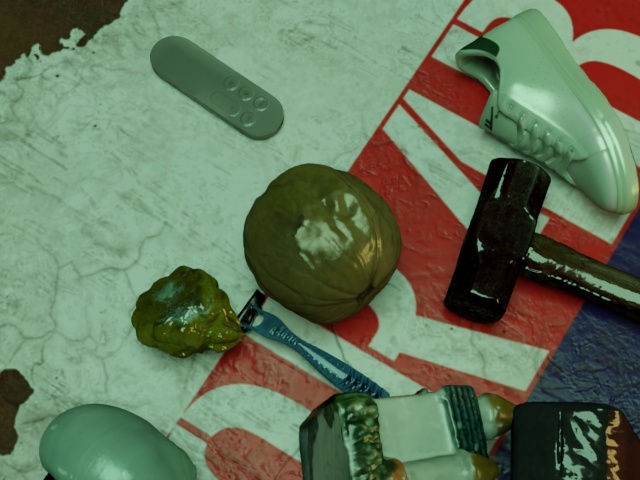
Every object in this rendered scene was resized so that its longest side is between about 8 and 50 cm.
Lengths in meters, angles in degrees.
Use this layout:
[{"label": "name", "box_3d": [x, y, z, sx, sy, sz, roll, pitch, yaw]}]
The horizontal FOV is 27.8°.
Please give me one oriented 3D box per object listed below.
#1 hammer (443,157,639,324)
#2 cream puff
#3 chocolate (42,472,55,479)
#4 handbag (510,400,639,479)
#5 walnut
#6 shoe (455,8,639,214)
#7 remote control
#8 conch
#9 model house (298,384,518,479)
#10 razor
[{"label": "hammer", "box_3d": [0.395, 0.054, 1.847, 0.408, 0.095, 0.242, 22, 70, 7]}, {"label": "cream puff", "box_3d": [-0.184, 0.112, 1.830, 0.146, 0.116, 0.146, -25, 37, 20]}, {"label": "chocolate", "box_3d": [-0.335, 0.383, 1.725, 0.148, 0.125, 0.080, 41, 97, 11]}, {"label": "handbag", "box_3d": [0.332, 0.318, 1.656, 0.181, 0.254, 0.181, -1, 69, 18]}, {"label": "walnut", "box_3d": [0.000, 0.000, 1.820, 0.228, 0.228, 0.228, -1, 68, 1]}, {"label": "shoe", "box_3d": [0.327, -0.176, 1.919, 0.160, 0.132, 0.363, -22, 65, -8]}, {"label": "remote control", "box_3d": [-0.162, -0.238, 2.011, 0.245, 0.022, 0.077, 35, 72, 14]}, {"label": "conch", "box_3d": [-0.265, 0.297, 1.736, 0.221, 0.185, 0.121, 36, 110, -4]}, {"label": "model house", "box_3d": [0.135, 0.287, 1.686, 0.300, 0.271, 0.190, -9, 73, -15]}, {"label": "razor", "box_3d": [-0.012, 0.165, 1.837, 0.253, 0.042, 0.082, 33, 73, 12]}]
